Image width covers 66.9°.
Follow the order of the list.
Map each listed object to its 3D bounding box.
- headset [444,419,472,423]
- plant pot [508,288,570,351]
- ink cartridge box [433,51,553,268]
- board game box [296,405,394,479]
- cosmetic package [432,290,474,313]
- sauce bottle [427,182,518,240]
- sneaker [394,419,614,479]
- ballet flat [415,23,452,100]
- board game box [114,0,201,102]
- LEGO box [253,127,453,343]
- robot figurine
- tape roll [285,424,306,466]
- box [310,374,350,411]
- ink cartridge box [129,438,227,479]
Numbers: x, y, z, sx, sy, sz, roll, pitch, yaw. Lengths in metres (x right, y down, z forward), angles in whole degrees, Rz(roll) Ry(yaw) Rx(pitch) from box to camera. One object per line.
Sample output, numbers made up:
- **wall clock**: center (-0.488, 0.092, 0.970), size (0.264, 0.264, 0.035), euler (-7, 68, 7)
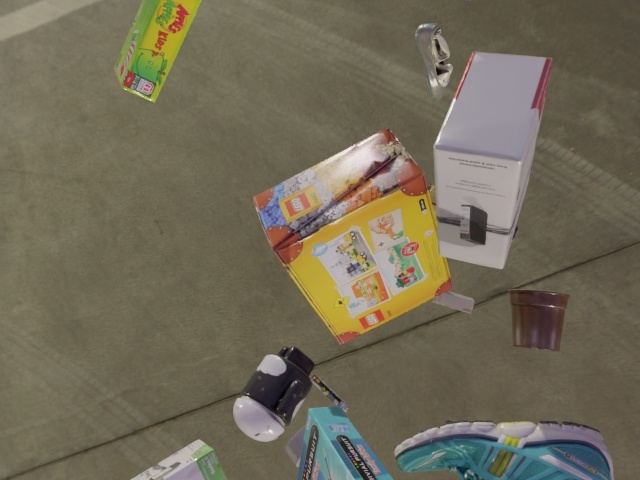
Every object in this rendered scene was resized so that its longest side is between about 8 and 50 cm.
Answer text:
- **headset**: center (0.603, 0.741, 1.734), size (0.243, 0.394, 0.185), euler (45, 74, -13)
- **plant pot**: center (0.631, 0.234, 1.409), size (0.167, 0.167, 0.165), euler (5, 79, 10)
- **ink cartridge box**: center (0.258, -0.111, 0.745), size (0.114, 0.272, 0.196), euler (15, 63, 23)
- **board game box**: center (0.049, 0.518, 0.912), size (0.079, 0.336, 0.253), euler (4, 102, -24)
- **cosmetic package**: center (0.393, 0.178, 1.440), size (0.115, 0.060, 0.041), euler (17, 95, 12)
- **sauce bottle**: center (0.480, -0.083, 1.621), size (0.345, 0.111, 0.111), euler (26, 83, 8)
- **sneaker**: center (0.232, 0.298, 0.641), size (0.276, 0.107, 0.109), euler (-7, 59, 20)
- **ballet flat**: center (0.297, -0.445, 1.224), size (0.068, 0.213, 0.072), euler (7, 54, 36)
- **board game box**: center (-0.196, -0.274, 0.602), size (0.181, 0.043, 0.092), euler (-58, 40, 17)
- **LEGO box**: center (0.110, 0.019, 1.278), size (0.373, 0.500, 0.193), euler (-27, 48, 2)
- **robot figurine**: center (-0.133, 0.452, 1.434), size (0.174, 0.209, 0.278), euler (25, 60, 20)
- **tape roll**: center (-0.022, 0.728, 1.781), size (0.219, 0.219, 0.072), euler (-44, 63, -2)
- **box**: center (0.033, 0.517, 1.639), size (0.137, 0.094, 0.027), euler (35, 78, 36)
- **ink cartridge box**: center (-0.454, 0.749, 1.491), size (0.273, 0.198, 0.114), euler (-24, 90, -29)
